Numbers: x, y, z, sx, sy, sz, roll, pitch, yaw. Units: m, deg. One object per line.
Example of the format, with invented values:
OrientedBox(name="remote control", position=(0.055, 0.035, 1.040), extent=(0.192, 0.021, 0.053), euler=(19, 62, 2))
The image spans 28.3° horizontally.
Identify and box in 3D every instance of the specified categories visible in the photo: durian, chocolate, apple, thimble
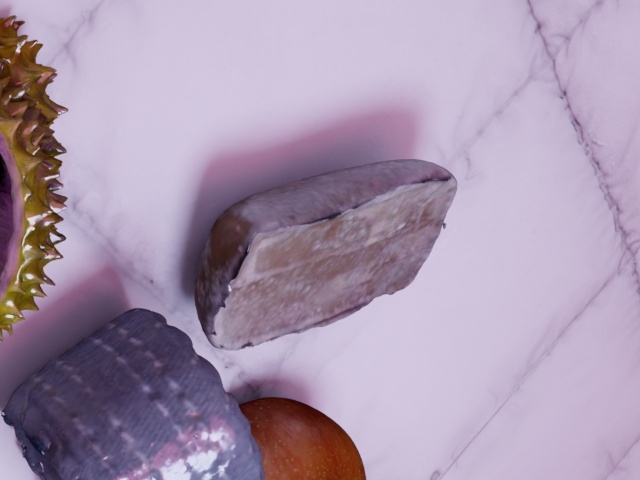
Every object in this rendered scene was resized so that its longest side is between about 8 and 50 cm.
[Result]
OrientedBox(name="durian", position=(-0.248, -0.036, 0.944), extent=(0.154, 0.186, 0.260), euler=(-11, 139, -34))
OrientedBox(name="chocolate", position=(0.000, 0.000, 1.275), extent=(0.303, 0.100, 0.185), euler=(-15, 139, -36))
OrientedBox(name="apple", position=(-0.046, 0.272, 1.387), extent=(0.201, 0.162, 0.201), euler=(-30, 138, -30))
OrientedBox(name="thimble", position=(-0.173, 0.188, 1.164), extent=(0.172, 0.205, 0.236), euler=(-33, 163, -18))
